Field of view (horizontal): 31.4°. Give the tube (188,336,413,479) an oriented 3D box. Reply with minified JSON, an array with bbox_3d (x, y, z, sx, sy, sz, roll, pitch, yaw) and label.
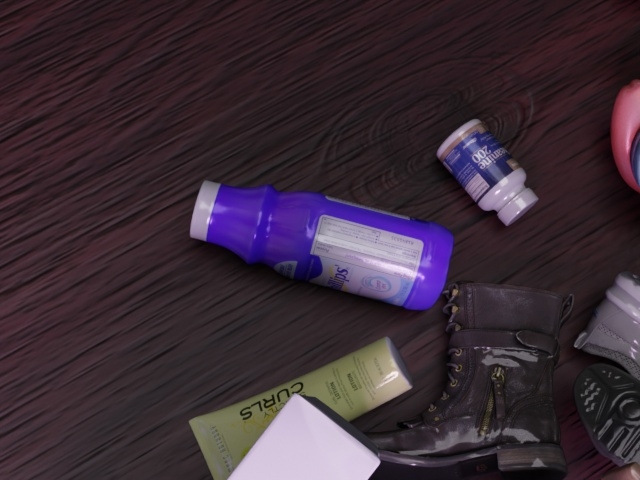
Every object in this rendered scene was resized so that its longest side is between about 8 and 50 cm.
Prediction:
[{"bbox_3d":[-0.020,0.182,1.204,0.240,0.062,0.070,-27,34,10],"label":"tube"}]

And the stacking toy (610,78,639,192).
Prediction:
[{"bbox_3d":[0.500,-0.155,1.285,0.309,0.130,0.279,-1,108,-4],"label":"stacking toy"}]

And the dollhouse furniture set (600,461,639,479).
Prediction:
[{"bbox_3d":[0.201,0.404,0.993,0.362,0.394,0.256,-32,78,-15],"label":"dollhouse furniture set"}]

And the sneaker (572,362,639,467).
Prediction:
[{"bbox_3d":[0.357,0.230,1.219,0.227,0.130,0.087,42,82,16],"label":"sneaker"}]

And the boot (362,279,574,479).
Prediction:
[{"bbox_3d":[0.152,0.151,1.247,0.263,0.091,0.229,0,61,2],"label":"boot"}]

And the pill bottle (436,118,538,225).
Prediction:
[{"bbox_3d":[0.197,-0.078,1.329,0.067,0.067,0.120,-36,78,-16],"label":"pill bottle"}]

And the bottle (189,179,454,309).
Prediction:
[{"bbox_3d":[0.000,0.000,1.255,0.283,0.118,0.092,15,71,-2],"label":"bottle"}]

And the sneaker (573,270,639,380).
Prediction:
[{"bbox_3d":[0.408,0.162,1.272,0.281,0.105,0.115,42,106,5],"label":"sneaker"}]

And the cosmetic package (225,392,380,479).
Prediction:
[{"bbox_3d":[-0.094,0.311,1.014,0.097,0.284,0.377,37,85,9],"label":"cosmetic package"}]
